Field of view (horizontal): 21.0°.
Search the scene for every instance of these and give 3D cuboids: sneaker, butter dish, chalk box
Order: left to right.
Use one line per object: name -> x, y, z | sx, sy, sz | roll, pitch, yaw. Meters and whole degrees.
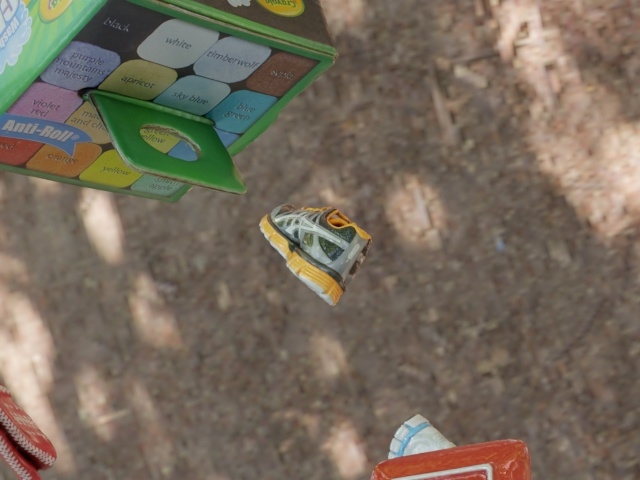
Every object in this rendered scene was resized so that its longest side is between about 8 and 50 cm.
chalk box -> -0.124, -0.144, 1.082 | 0.179, 0.180, 0.289 | -38, 54, 35
sneaker -> 0.000, 0.000, 1.867 | 0.083, 0.084, 0.215 | -49, 26, 3
sneaker -> 0.112, 0.300, 1.985 | 0.083, 0.071, 0.191 | 28, 121, 33
butter dish -> 0.130, 0.274, 1.538 | 0.160, 0.118, 0.160 | -13, 53, 25

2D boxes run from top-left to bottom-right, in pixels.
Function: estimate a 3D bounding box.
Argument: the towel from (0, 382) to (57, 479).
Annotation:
towel -> -0.252, 0.005, 1.018 | 0.275, 0.031, 0.199 | 50, 169, 31
